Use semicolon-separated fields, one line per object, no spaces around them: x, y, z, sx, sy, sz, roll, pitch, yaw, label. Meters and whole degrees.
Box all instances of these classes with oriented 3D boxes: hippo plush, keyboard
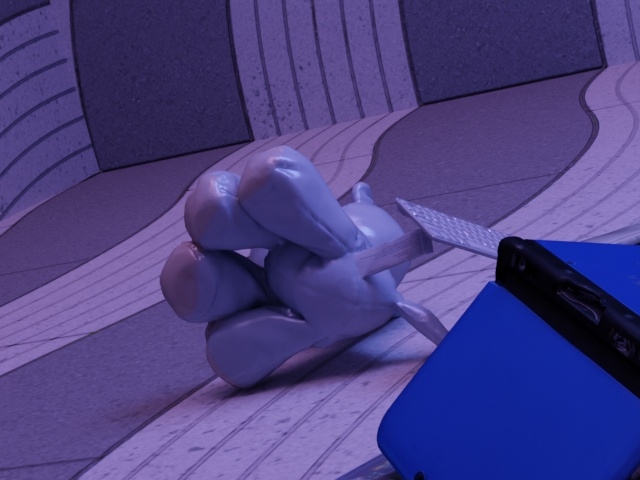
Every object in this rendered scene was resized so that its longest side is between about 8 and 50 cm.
0.000;0.000;1.763;0.294;0.234;0.236;-12;12;19;hippo plush
0.178;0.007;1.661;0.256;0.014;0.072;16;16;-41;keyboard

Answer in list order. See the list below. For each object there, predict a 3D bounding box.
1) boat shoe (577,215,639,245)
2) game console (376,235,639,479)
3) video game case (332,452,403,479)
0.291;0.026;1.641;0.254;0.079;0.095;-19;9;-32;boat shoe
0.206;0.117;1.187;0.250;0.173;0.293;4;16;-18;game console
0.112;0.168;1.301;0.190;0.022;0.173;-24;12;-40;video game case
